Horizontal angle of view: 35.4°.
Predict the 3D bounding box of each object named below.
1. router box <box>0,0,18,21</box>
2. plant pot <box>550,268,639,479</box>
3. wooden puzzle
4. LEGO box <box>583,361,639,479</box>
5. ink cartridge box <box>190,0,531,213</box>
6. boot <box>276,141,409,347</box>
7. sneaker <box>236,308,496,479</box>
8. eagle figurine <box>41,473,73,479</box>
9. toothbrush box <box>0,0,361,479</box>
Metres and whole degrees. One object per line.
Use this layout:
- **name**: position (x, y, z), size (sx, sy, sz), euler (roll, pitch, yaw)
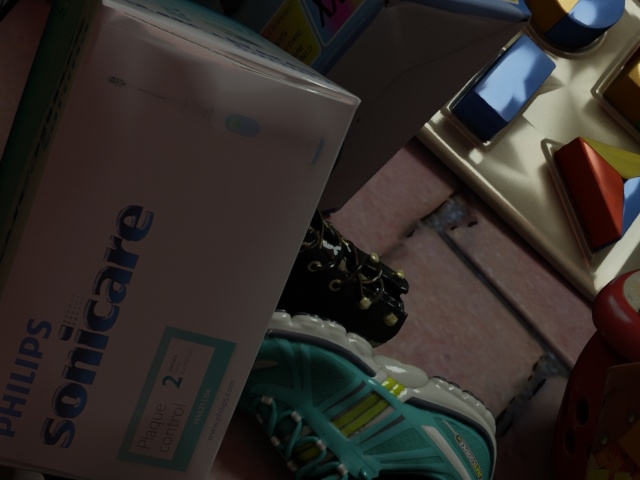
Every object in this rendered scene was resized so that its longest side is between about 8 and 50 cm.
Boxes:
- **router box**: position (-0.349, -0.242, 0.751), size (0.243, 0.081, 0.309), euler (31, 47, -10)
- **plant pot**: position (0.291, 0.124, 0.788), size (0.191, 0.174, 0.191), euler (5, 24, -2)
- **wooden puzzle**: position (0.265, -0.153, 1.023), size (0.348, 0.080, 0.322), euler (41, 66, 1)
- **LEGO box**: position (0.263, 0.305, 0.440), size (0.193, 0.372, 0.500), euler (23, 70, -16)
- **ink cartridge box**: position (-0.037, -0.254, 0.832), size (0.151, 0.270, 0.395), euler (2, 57, -38)
- **boot**: position (0.000, -0.001, 0.704), size (0.178, 0.236, 0.085), euler (28, 60, -18)
- **sneaker**: position (0.009, 0.128, 0.705), size (0.275, 0.107, 0.110), euler (24, 58, -16)
- **eagle figurine**: position (-0.080, 0.215, 0.510), size (0.225, 0.226, 0.298), euler (-5, 42, 12)
- **toothbrush box**: position (-0.112, -0.030, 0.568), size (0.126, 0.216, 0.295), euler (18, 12, -20)
